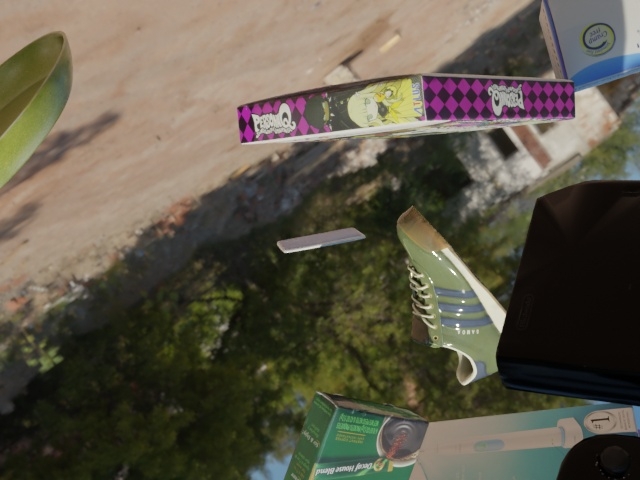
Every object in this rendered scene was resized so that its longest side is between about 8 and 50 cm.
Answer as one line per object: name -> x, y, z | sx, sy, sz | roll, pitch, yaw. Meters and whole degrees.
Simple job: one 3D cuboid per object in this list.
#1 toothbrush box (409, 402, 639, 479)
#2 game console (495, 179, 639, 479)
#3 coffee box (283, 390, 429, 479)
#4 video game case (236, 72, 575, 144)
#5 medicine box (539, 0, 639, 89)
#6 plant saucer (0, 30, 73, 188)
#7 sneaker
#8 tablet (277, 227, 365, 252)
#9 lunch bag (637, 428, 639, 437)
toothbrush box -> 0.200, 0.304, 0.886 | 0.295, 0.126, 0.216 | -10, -147, 16
game console -> 0.173, 0.112, 0.364 | 0.213, 0.044, 0.361 | 2, -128, 28
coffee box -> 0.017, 0.231, 0.733 | 0.040, 0.113, 0.184 | 25, -85, 56
video game case -> 0.080, -0.116, 0.750 | 0.210, 0.042, 0.232 | 0, -173, 44
medicine box -> 0.492, -0.338, 1.299 | 0.263, 0.149, 0.289 | -17, -177, 15
plant saucer -> -0.300, -0.087, 0.737 | 0.241, 0.037, 0.241 | -28, -145, 22
sneaker -> 0.116, 0.063, 0.788 | 0.086, 0.192, 0.064 | -41, -159, 5
tablet -> 0.000, 0.000, 0.844 | 0.083, 0.006, 0.054 | -11, -169, -9
lunch bag -> 0.556, 0.383, 1.167 | 0.221, 0.138, 0.293 | 6, -174, 18
